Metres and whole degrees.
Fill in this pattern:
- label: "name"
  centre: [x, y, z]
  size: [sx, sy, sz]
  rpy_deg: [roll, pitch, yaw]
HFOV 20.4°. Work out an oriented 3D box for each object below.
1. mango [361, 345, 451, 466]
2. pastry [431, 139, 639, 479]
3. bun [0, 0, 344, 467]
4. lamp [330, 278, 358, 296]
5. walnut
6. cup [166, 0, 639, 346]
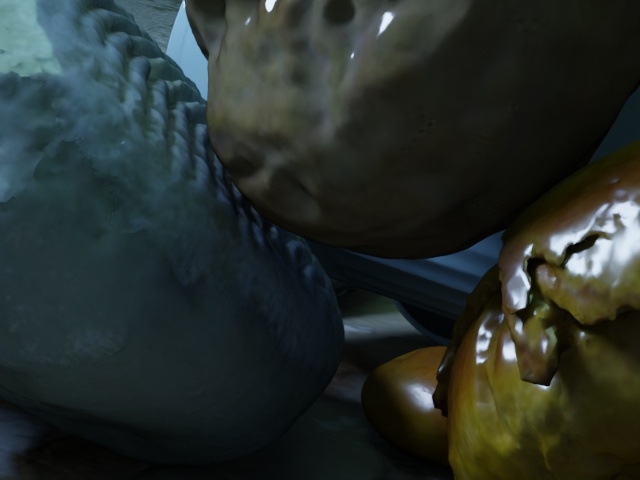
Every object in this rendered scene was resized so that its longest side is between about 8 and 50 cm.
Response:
- label: "mango"
  centre: [0.070, 0.101, 1.088]
  size: [0.080, 0.060, 0.114]
  rpy_deg: [-16, 25, -25]
- label: "pastry"
  centre: [0.225, 0.068, 0.853]
  size: [0.356, 0.356, 0.164]
  rpy_deg: [4, 51, -18]
- label: "bun"
  centre: [-0.139, -0.011, 0.997]
  size: [0.354, 0.194, 0.354]
  rpy_deg: [51, 8, -10]
- label: "lamp"
  centre: [0.000, 0.000, 1.405]
  size: [0.101, 0.101, 0.250]
  rpy_deg: [15, 27, 27]
- label: "walnut"
  centre: [0.051, -0.123, 0.886]
  size: [0.227, 0.273, 0.273]
  rpy_deg: [-17, 26, -37]
- label: "cup"
  centre: [0.090, -0.045, 1.172]
  size: [0.257, 0.331, 0.311]
  rpy_deg: [-14, 24, -42]
